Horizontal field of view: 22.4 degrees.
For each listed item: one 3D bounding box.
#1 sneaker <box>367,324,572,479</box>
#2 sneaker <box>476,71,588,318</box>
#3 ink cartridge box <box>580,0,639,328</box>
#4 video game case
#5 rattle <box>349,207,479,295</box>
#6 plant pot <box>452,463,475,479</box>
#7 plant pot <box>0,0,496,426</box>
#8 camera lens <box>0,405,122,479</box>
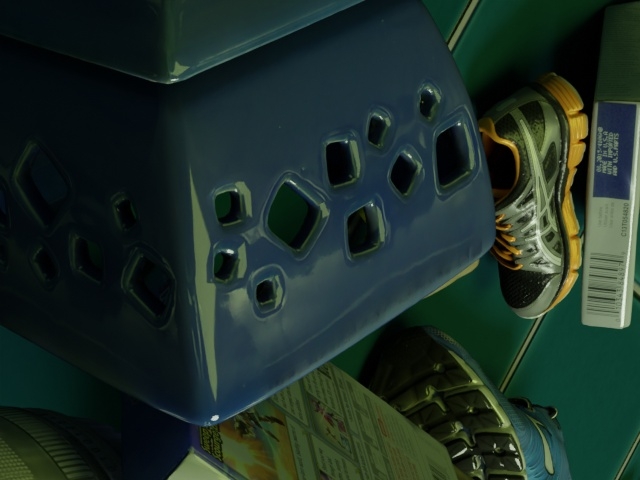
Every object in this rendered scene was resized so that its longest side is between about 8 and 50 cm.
[{"bbox_3d":[0.133,0.183,1.364,0.147,0.130,0.330,-85,151,-49],"label":"sneaker"},{"bbox_3d":[0.156,-0.029,1.291,0.083,0.084,0.215,-21,124,-27],"label":"sneaker"},{"bbox_3d":[0.253,-0.079,1.367,0.224,0.045,0.223,-68,159,-54],"label":"ink cartridge box"},{"bbox_3d":[-0.007,0.141,0.944,0.244,0.269,0.061,39,103,-19],"label":"video game case"},{"bbox_3d":[0.000,0.000,1.113,0.200,0.130,0.142,-19,118,-12],"label":"rattle"},{"bbox_3d":[-0.004,0.310,1.133,0.323,0.323,0.280,10,119,-54],"label":"plant pot"},{"bbox_3d":[-0.064,-0.074,0.850,0.236,0.236,0.212,-29,126,-38],"label":"plant pot"},{"bbox_3d":[-0.221,0.196,0.819,0.274,0.219,0.219,1,110,-52],"label":"camera lens"}]
